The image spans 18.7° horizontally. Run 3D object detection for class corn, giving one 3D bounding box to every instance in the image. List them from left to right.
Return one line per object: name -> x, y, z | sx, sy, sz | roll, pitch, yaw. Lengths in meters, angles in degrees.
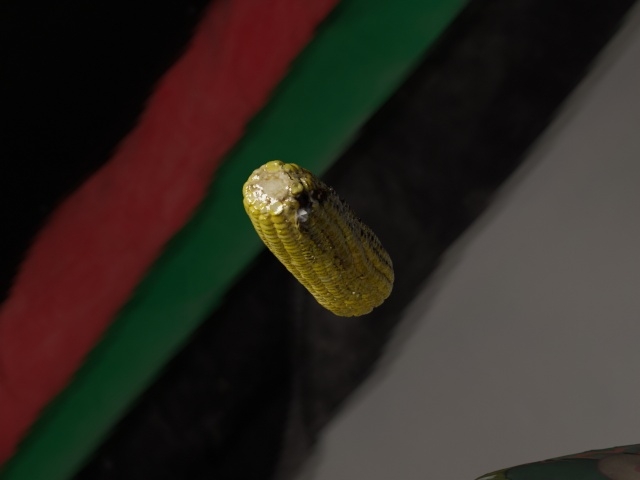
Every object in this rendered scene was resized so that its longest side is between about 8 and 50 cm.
corn -> 0.000, 0.000, 1.443 | 0.072, 0.072, 0.203 | -44, -31, -1

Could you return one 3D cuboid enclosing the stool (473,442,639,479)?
stool -> 0.301, 0.307, 1.586 | 0.310, 0.310, 0.226 | -6, -77, -24
